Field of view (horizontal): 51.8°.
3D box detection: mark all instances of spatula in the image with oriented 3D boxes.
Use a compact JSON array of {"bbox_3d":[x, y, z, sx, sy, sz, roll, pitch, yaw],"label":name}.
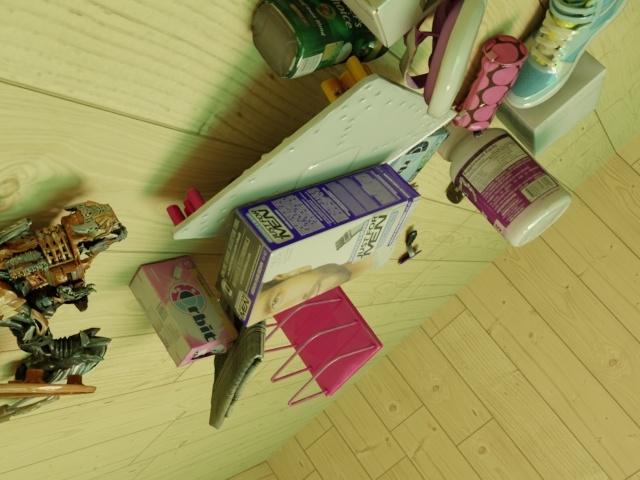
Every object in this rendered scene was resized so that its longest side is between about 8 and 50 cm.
[{"bbox_3d":[0.280,0.022,2.046,0.084,0.030,0.296,-33,160,-6],"label":"spatula"}]

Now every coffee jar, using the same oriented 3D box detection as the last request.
[{"bbox_3d":[0.010,-0.271,0.850,0.184,0.096,0.079,-23,158,-37],"label":"coffee jar"}]

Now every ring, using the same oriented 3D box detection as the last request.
[{"bbox_3d":[-0.486,0.202,0.910,0.336,0.032,0.336,-2,165,-1],"label":"ring"}]

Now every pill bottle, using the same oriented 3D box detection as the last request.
[{"bbox_3d":[0.400,-0.145,1.485,0.169,0.301,0.169,-32,159,-14],"label":"pill bottle"}]

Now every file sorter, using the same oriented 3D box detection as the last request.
[{"bbox_3d":[-0.050,0.196,1.491,0.182,0.291,0.202,-4,141,-53],"label":"file sorter"}]

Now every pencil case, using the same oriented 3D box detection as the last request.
[{"bbox_3d":[0.336,-0.312,1.333,0.098,0.095,0.209,-14,151,-17],"label":"pencil case"}]

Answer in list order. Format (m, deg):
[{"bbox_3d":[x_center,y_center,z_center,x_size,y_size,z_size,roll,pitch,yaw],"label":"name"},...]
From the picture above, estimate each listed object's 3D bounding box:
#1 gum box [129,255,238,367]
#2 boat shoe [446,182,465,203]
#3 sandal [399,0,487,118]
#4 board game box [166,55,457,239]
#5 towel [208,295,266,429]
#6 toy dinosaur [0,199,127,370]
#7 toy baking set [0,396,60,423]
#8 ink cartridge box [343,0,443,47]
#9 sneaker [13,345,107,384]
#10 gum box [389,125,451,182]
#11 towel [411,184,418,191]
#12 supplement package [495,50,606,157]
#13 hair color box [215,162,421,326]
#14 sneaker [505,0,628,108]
[{"bbox_3d":[-0.237,0.125,1.155,0.107,0.188,0.062,-13,151,-49],"label":"gum box"},{"bbox_3d":[0.409,-0.175,1.805,0.072,0.068,0.190,-41,174,-30],"label":"boat shoe"},{"bbox_3d":[0.151,-0.273,0.897,0.416,0.102,0.169,-66,170,-65],"label":"sandal"},{"bbox_3d":[-0.001,-0.131,1.067,0.390,0.050,0.390,-34,168,24],"label":"board game box"},{"bbox_3d":[-0.150,0.163,1.276,0.056,0.312,0.324,11,141,-17],"label":"towel"},{"bbox_3d":[-0.403,0.066,0.879,0.322,0.164,0.218,-16,146,4],"label":"toy dinosaur"},{"bbox_3d":[-0.551,0.297,1.136,0.197,0.030,0.256,-20,174,-27],"label":"toy baking set"},{"bbox_3d":[0.103,-0.352,0.743,0.212,0.154,0.093,-40,160,3],"label":"ink cartridge box"},{"bbox_3d":[-0.458,0.215,1.161,0.170,0.063,0.075,-23,162,-24],"label":"sneaker"},{"bbox_3d":[0.173,-0.178,1.410,0.184,0.041,0.157,-16,152,-44],"label":"gum box"},{"bbox_3d":[0.188,-0.079,1.675,0.110,0.027,0.148,-24,156,-33],"label":"towel"},{"bbox_3d":[0.514,-0.330,1.500,0.194,0.149,0.203,-40,160,7],"label":"supplement package"},{"bbox_3d":[0.000,0.000,1.123,0.339,0.110,0.185,-20,146,-36],"label":"hair color box"},{"bbox_3d":[0.456,-0.411,1.272,0.319,0.127,0.208,-54,158,15],"label":"sneaker"}]
